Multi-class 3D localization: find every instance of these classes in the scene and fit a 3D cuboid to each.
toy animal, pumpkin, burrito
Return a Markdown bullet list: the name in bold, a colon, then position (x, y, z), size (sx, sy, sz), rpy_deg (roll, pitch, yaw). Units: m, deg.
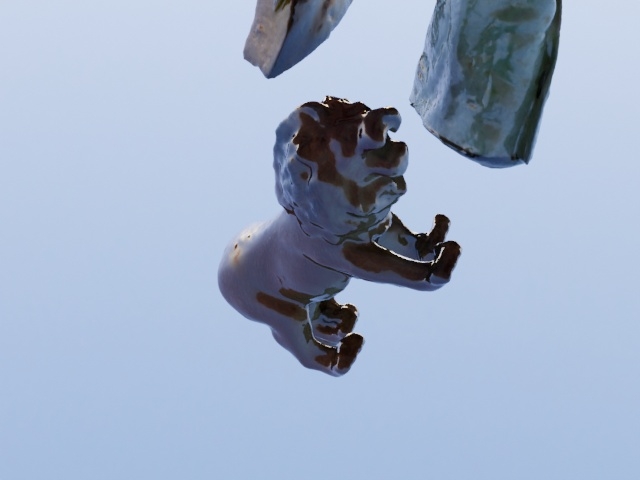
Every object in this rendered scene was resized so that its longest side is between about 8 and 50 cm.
- **toy animal**: position (0.000, 0.000, 1.330), size (0.157, 0.312, 0.097), rpy_deg (35, -127, -8)
- **pumpkin**: position (-0.003, -0.299, 1.568), size (0.095, 0.258, 0.290), rpy_deg (4, -149, 29)
- **burrito**: position (0.129, -0.173, 1.349), size (0.089, 0.229, 0.144), rpy_deg (-2, -149, -25)
